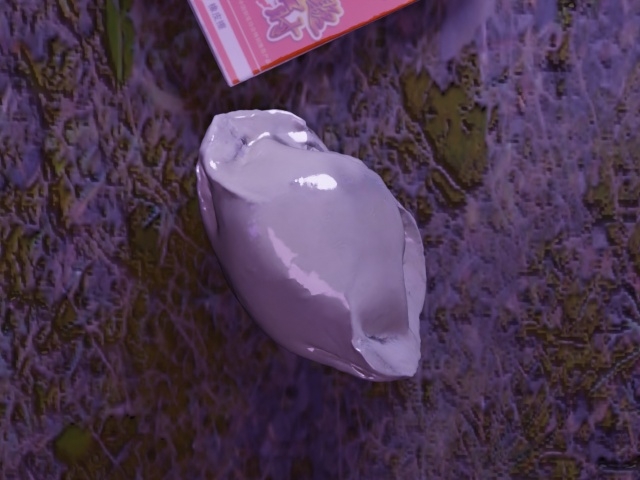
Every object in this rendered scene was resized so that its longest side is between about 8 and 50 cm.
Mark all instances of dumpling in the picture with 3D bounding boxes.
[{"bbox_3d":[0.000,0.000,1.200,0.250,0.162,0.132,53,132,1],"label":"dumpling"}]

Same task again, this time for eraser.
[{"bbox_3d":[-0.001,-0.237,1.196,0.230,0.038,0.157,-25,101,3],"label":"eraser"}]
